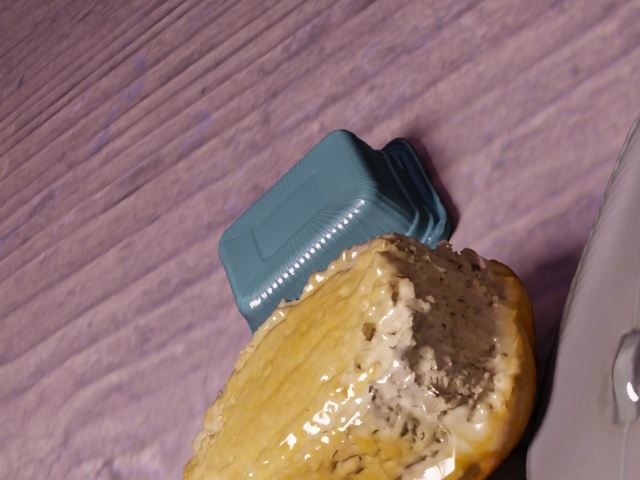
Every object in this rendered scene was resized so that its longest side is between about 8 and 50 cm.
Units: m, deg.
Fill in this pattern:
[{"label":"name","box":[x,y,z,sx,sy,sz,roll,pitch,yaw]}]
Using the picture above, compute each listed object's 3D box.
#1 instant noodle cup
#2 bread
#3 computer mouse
[{"label":"instant noodle cup","box":[0.000,0.000,1.253,0.179,0.070,0.157,-42,29,11]},{"label":"bread","box":[0.021,0.107,1.004,0.245,0.121,0.174,-44,30,25]},{"label":"computer mouse","box":[0.200,0.009,0.912,0.197,0.095,0.331,-23,36,49]}]
